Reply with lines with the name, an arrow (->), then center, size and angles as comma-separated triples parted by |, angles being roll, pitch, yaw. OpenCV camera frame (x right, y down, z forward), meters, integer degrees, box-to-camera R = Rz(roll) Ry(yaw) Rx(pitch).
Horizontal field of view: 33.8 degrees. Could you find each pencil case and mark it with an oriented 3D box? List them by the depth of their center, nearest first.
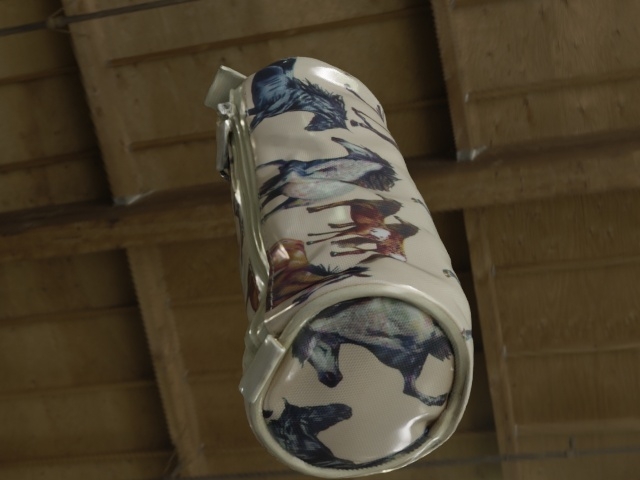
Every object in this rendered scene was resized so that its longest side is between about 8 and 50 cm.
pencil case -> 0.000, 0.000, 0.842 | 0.183, 0.410, 0.160 | 13, -60, -17
